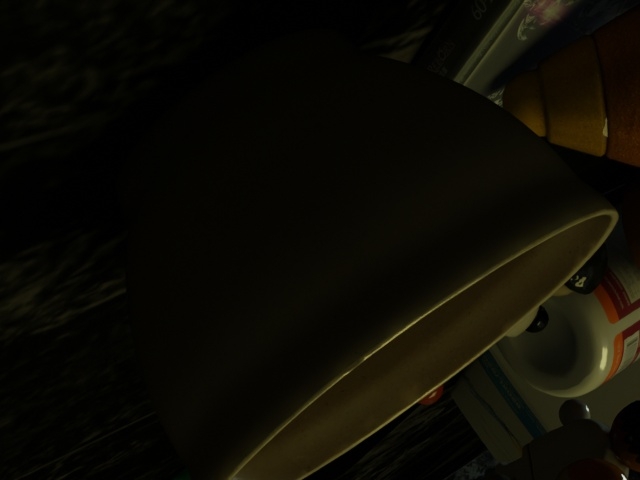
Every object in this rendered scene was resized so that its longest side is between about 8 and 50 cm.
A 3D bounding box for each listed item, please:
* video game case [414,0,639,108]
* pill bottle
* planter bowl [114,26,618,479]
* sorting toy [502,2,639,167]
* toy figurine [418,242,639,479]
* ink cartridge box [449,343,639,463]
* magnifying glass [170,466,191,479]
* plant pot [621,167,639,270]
[{"bbox_3d":[0.145,-0.142,0.521,0.196,0.026,0.274,-27,164,-34],"label":"video game case"},{"bbox_3d":[0.253,0.034,1.152,0.221,0.121,0.121,-26,163,-36],"label":"pill bottle"},{"bbox_3d":[0.000,0.000,0.454,0.162,0.109,0.162,-35,167,-9],"label":"planter bowl"},{"bbox_3d":[0.118,-0.092,0.427,0.126,0.127,0.365,-7,164,6],"label":"sorting toy"},{"bbox_3d":[0.129,0.098,0.874,0.148,0.209,0.213,-32,171,26],"label":"toy figurine"},{"bbox_3d":[0.269,0.161,1.503,0.171,0.168,0.232,-32,166,-14],"label":"ink cartridge box"},{"bbox_3d":[-0.097,0.180,0.985,0.231,0.026,0.092,-33,166,-12],"label":"magnifying glass"},{"bbox_3d":[0.337,-0.032,1.029,0.205,0.205,0.188,-24,177,-41],"label":"plant pot"}]
